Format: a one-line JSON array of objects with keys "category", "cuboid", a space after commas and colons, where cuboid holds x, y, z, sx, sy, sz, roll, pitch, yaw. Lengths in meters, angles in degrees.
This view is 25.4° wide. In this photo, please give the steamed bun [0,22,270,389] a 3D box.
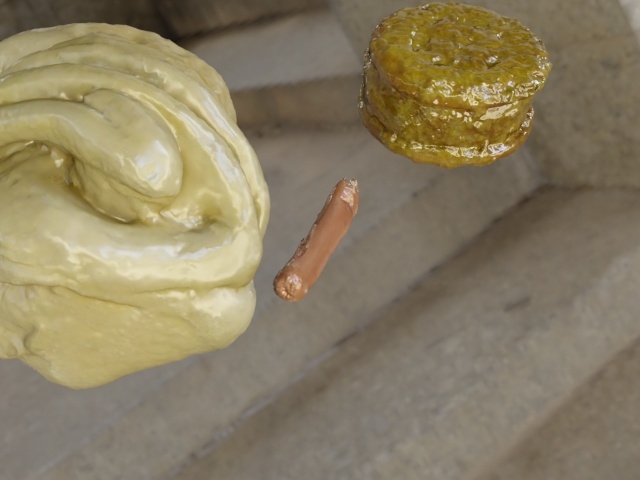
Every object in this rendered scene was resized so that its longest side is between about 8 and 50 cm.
[{"category": "steamed bun", "cuboid": [-0.223, -0.046, 1.272, 0.325, 0.230, 0.372, -45, 53, 15]}]

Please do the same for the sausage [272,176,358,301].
[{"category": "sausage", "cuboid": [0.000, 0.000, 1.362, 0.158, 0.036, 0.042, -58, 2, -38]}]

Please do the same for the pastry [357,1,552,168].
[{"category": "pastry", "cuboid": [0.134, -0.159, 1.435, 0.189, 0.103, 0.188, 3, 41, -3]}]
